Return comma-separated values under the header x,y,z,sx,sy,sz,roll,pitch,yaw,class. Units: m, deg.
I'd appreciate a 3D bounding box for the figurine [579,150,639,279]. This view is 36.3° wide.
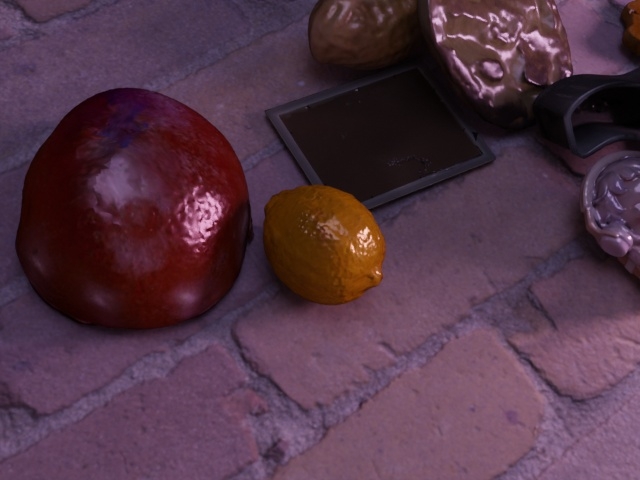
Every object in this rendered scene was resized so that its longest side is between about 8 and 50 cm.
x,y,z,sx,sy,sz,roll,pitch,yaw,class
0.442,-0.030,1.305,0.162,0.141,0.237,-23,63,-14,figurine

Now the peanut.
x,y,z,sx,sy,sz,roll,pitch,yaw,class
0.112,-0.347,1.462,0.313,0.149,0.149,-31,66,-20,peanut

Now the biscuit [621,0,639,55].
x,y,z,sx,sy,sz,roll,pitch,yaw,class
0.608,-0.324,1.570,0.248,0.035,0.184,9,47,3,biscuit

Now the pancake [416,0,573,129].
x,y,z,sx,sy,sz,roll,pitch,yaw,class
0.262,-0.305,1.438,0.294,0.049,0.294,7,78,-33,pancake

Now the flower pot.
x,y,z,sx,sy,sz,roll,pitch,yaw,class
0.429,-0.191,1.408,0.229,0.103,0.108,-12,19,-12,flower pot

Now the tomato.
x,y,z,sx,sy,sz,roll,pitch,yaw,class
-0.220,-0.065,1.217,0.289,0.176,0.335,20,56,2,tomato

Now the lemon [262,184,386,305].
x,y,z,sx,sy,sz,roll,pitch,yaw,class
0.000,0.000,1.225,0.142,0.142,0.187,-37,63,-26,lemon

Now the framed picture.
x,y,z,sx,sy,sz,roll,pitch,yaw,class
0.086,-0.149,1.406,0.273,0.016,0.216,-21,62,-20,framed picture
